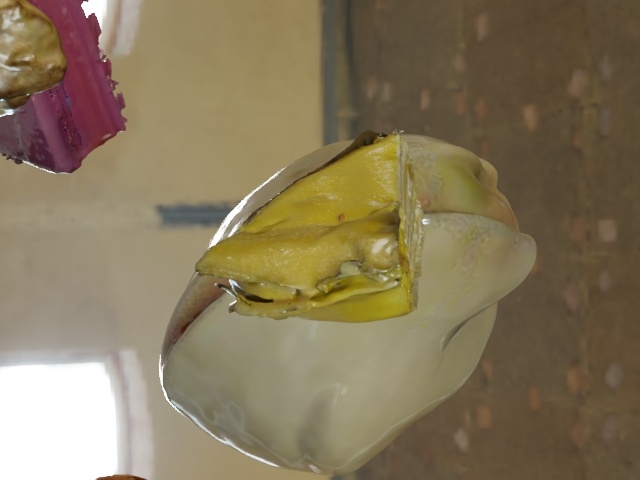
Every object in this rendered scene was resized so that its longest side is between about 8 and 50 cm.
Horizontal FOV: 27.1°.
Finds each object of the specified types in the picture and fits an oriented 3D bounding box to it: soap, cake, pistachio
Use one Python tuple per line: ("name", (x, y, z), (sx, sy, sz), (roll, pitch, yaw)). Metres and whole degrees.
("soap", (-0.275, -0.194, 1.142), (0.162, 0.099, 0.250), (21, -41, 38))
("cake", (0.001, 0.004, 0.724), (0.185, 0.116, 0.080), (-93, 169, -63))
("pistachio", (0.024, 0.069, 1.357), (0.445, 0.365, 0.281), (-47, -128, 37))

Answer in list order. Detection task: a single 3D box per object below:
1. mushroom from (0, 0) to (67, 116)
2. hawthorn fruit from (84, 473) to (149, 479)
("mushroom", (-0.281, -0.106, 0.550), (0.302, 0.208, 0.233), (56, -35, 15))
("hawthorn fruit", (-0.202, 0.301, 1.074), (0.196, 0.225, 0.197), (45, -34, 42))
